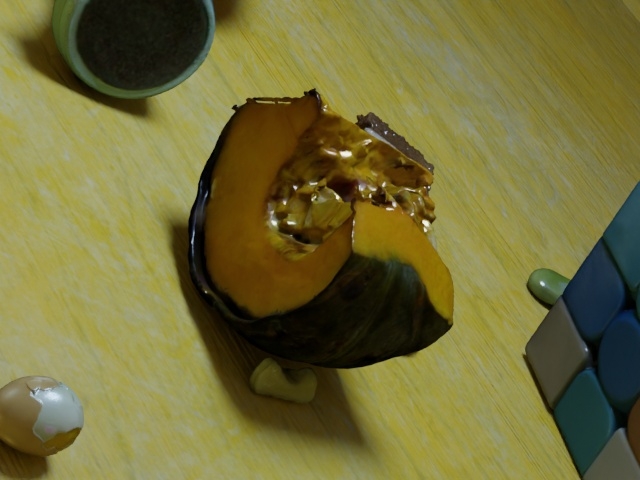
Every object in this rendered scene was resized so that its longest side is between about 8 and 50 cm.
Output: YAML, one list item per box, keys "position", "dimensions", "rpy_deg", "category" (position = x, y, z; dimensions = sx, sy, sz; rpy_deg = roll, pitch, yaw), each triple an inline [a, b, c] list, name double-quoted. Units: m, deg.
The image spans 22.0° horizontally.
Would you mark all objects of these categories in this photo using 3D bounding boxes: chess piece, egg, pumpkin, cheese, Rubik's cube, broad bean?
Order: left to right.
- position: [-0.253, 0.154, 1.452]
  dimensions: [0.083, 0.071, 0.071]
  rpy_deg: [9, 42, -44]
  category: "egg"
- position: [-0.256, -0.326, 2.040]
  dimensions: [0.194, 0.194, 0.299]
  rpy_deg: [23, 24, -35]
  category: "chess piece"
- position: [-0.038, 0.150, 1.779]
  dimensions: [0.083, 0.044, 0.030]
  rpy_deg: [16, 21, -39]
  category: "cheese"
- position: [0.000, 0.000, 1.821]
  dimensions: [0.225, 0.256, 0.303]
  rpy_deg: [25, 46, -37]
  category: "pumpkin"
- position: [0.341, 0.071, 2.415]
  dimensions: [0.083, 0.045, 0.063]
  rpy_deg: [27, 42, -13]
  category: "broad bean"
- position: [0.526, 0.164, 2.112]
  dimensions: [0.347, 0.347, 0.344]
  rpy_deg: [4, 42, -26]
  category: "Rubik's cube"

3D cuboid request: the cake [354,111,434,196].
- position: [0.056, -0.063, 2.123]
  dimensions: [0.134, 0.135, 0.147]
  rpy_deg: [40, 32, -8]
  category: "cake"
